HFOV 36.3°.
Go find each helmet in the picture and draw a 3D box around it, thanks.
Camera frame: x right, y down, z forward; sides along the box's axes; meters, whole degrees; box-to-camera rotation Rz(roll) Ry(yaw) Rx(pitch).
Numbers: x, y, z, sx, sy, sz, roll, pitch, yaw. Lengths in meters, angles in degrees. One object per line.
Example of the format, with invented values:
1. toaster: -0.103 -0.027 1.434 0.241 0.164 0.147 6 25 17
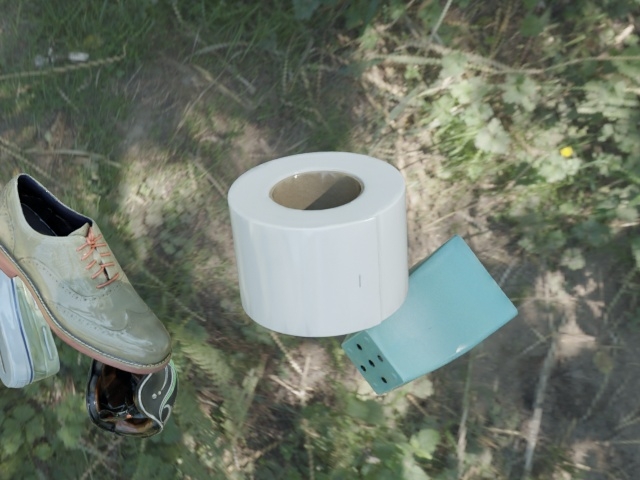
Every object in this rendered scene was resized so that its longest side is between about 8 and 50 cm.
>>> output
1. helmet: -0.334 0.255 1.747 0.169 0.169 0.161 12 55 -14

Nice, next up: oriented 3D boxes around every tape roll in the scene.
1. tape roll: 0.000 0.000 1.364 0.246 0.246 0.169 -13 120 -15

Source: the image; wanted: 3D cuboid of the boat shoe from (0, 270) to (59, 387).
1. boat shoe: -0.531 0.103 1.685 0.094 0.109 0.302 -9 83 -42

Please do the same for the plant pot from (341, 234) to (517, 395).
1. plant pot: 0.162 0.139 1.607 0.234 0.166 0.165 -35 85 -29

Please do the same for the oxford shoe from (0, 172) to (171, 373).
1. oxford shoe: -0.340 0.049 1.386 0.348 0.130 0.123 40 36 3
